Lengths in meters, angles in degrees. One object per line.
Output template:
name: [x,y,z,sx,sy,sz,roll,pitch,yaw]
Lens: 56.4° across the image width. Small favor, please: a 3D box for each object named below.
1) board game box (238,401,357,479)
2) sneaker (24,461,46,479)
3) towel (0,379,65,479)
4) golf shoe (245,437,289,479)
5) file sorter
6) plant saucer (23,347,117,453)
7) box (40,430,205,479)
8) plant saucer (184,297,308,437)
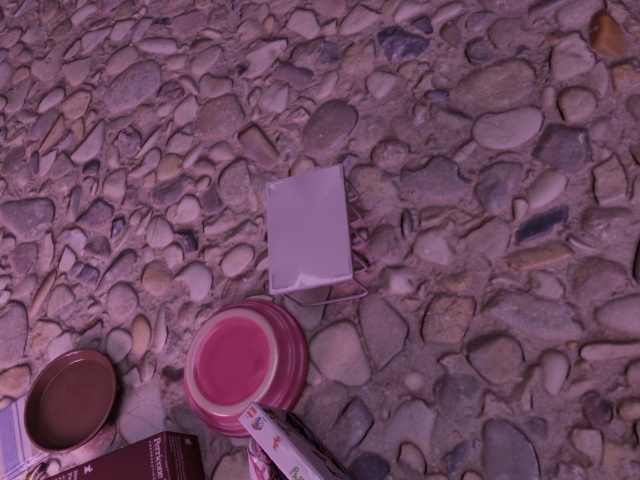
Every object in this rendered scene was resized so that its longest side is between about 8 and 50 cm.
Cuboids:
board game box: [-0.015,0.454,1.199,0.305,0.193,0.053,39,88,33]
sneaker: [-0.756,0.616,1.569,0.035,0.031,0.083,30,83,32]
towel: [-0.814,0.531,1.633,0.285,0.034,0.209,-35,56,6]
golf shoe: [-0.111,0.517,1.301,0.086,0.067,0.186,-43,54,35]
file sorter: [0.000,0.000,1.396,0.192,0.173,0.278,-13,64,19]
plant saucer: [-0.653,0.422,1.578,0.277,0.041,0.278,-8,60,15]
box: [-0.462,0.598,1.380,0.381,0.143,0.191,-25,60,12]
plant saucer: [-0.194,0.292,1.416,0.332,0.084,0.332,-10,64,21]
